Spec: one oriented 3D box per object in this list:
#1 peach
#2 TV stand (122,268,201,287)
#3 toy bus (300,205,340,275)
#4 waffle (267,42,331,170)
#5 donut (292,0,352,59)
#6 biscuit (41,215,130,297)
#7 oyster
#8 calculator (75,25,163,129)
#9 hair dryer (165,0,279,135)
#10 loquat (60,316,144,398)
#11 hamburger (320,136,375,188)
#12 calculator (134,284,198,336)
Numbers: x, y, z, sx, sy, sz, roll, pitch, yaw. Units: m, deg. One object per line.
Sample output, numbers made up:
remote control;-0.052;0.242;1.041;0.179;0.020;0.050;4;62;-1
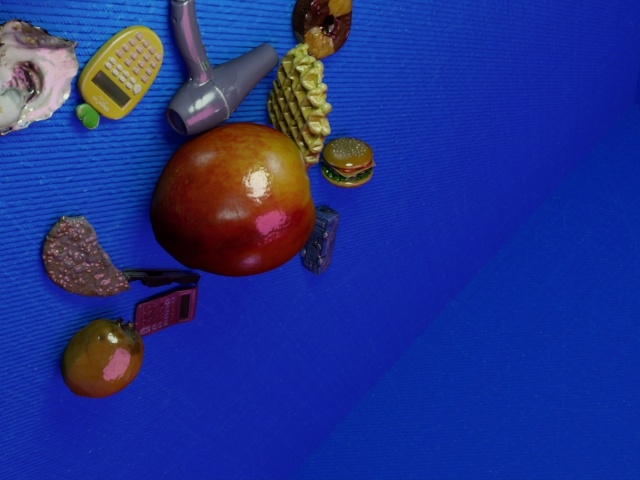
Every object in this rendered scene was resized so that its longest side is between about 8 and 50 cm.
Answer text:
peach;-0.202;-0.084;1.628;0.388;0.388;0.388;-33;144;-28
TV stand;-0.411;0.098;1.840;0.249;0.042;0.036;3;117;-54
toy bus;-0.001;-0.002;2.244;0.094;0.079;0.237;-42;152;-47
waffle;-0.059;-0.309;1.675;0.065;0.283;0.310;-12;117;-25
donut;0.002;-0.529;1.697;0.166;0.073;0.184;-42;148;-17
biscuit;-0.547;0.052;1.609;0.141;0.038;0.290;-32;140;-13
oyster;-0.535;-0.284;1.247;0.223;0.083;0.214;-7;131;-56
calculator;-0.405;-0.325;1.421;0.235;0.032;0.146;-50;149;-5
hair dryer;-0.229;-0.425;1.495;0.301;0.121;0.361;-44;144;-28
loquat;-0.535;0.290;1.762;0.234;0.176;0.187;-48;165;0
hamburger;0.078;-0.223;2.035;0.162;0.162;0.115;-31;141;-31
calculator;-0.419;0.189;1.934;0.190;0.034;0.127;-17;136;-36
